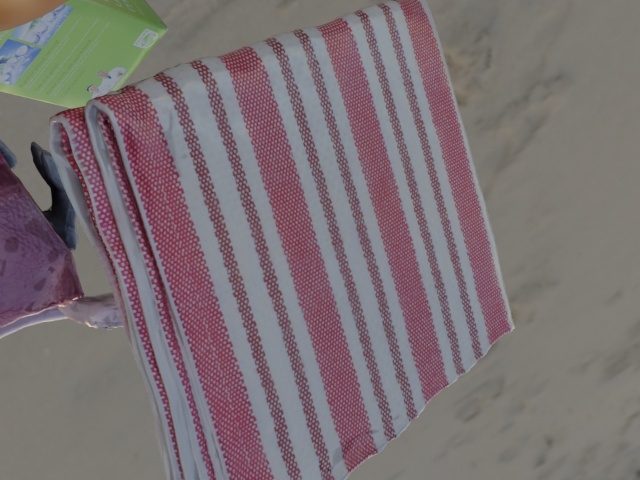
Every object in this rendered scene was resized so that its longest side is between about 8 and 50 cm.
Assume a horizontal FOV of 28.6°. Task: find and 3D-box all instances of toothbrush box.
[{"bbox_3d":[-0.304,-0.241,1.122,0.122,0.206,0.283,-47,157,18],"label":"toothbrush box"}]

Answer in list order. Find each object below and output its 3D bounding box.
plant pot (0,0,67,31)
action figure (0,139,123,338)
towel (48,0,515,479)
[{"bbox_3d":[-0.219,-0.231,0.640,0.291,0.291,0.203,-35,161,7],"label":"plant pot"},{"bbox_3d":[-0.350,0.056,0.883,0.370,0.276,0.248,-43,-167,-19],"label":"action figure"},{"bbox_3d":[0.000,0.000,0.429,0.029,0.144,0.197,-6,-165,37],"label":"towel"}]
